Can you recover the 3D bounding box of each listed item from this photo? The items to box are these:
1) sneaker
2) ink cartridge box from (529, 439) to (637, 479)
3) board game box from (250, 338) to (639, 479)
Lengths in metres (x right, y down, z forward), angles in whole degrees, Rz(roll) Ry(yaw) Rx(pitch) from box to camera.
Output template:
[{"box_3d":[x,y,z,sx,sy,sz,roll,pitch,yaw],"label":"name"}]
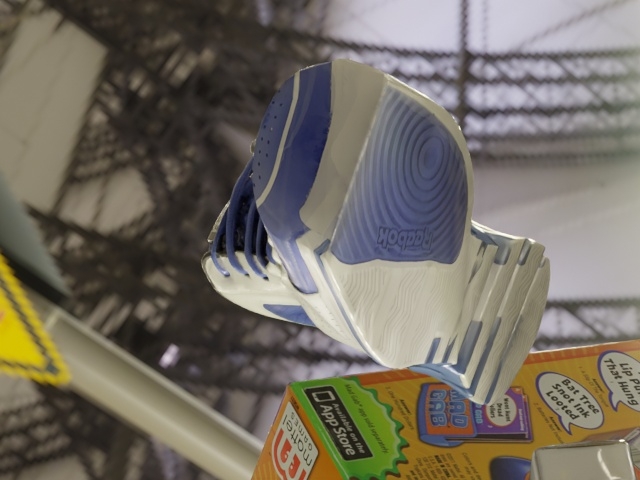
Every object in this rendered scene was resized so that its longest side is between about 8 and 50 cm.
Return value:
[{"box_3d":[0.000,0.000,1.003,0.182,0.315,0.127,17,-102,25],"label":"sneaker"},{"box_3d":[0.161,0.306,0.943,0.176,0.069,0.371,86,1,-49],"label":"ink cartridge box"},{"box_3d":[0.151,0.337,1.396,0.356,0.356,0.356,58,-39,40],"label":"board game box"}]
